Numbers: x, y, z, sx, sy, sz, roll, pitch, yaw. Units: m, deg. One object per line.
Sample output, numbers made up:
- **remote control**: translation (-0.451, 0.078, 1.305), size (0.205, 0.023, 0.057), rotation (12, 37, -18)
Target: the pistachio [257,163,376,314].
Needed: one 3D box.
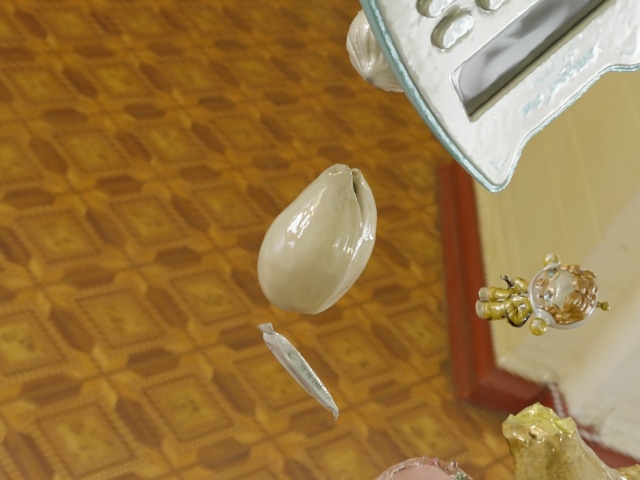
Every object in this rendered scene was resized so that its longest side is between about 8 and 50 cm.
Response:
- **pistachio**: translation (0.000, 0.000, 2.431), size (0.207, 0.332, 0.226), rotation (11, 34, -27)

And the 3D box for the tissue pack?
- **tissue pack**: translation (-0.033, 0.211, 2.048), size (0.193, 0.026, 0.122), rotation (52, -11, -3)

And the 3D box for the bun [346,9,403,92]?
- **bun**: translation (0.091, -0.260, 1.778), size (0.138, 0.138, 0.094), rotation (34, 61, 5)

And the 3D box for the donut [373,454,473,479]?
- **donut**: translation (0.138, 0.315, 1.510), size (0.166, 0.117, 0.065), rotation (25, 0, 19)

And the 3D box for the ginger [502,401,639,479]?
- **ginger**: translation (0.293, 0.340, 1.358), size (0.375, 0.236, 0.166), rotation (34, 9, -16)

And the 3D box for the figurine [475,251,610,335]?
- **figurine**: translation (0.246, 0.070, 1.414), size (0.068, 0.143, 0.101), rotation (50, 23, -40)

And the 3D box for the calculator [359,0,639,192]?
- **calculator**: translation (0.136, -0.233, 0.976), size (0.256, 0.386, 0.054), rotation (-40, 44, -12)
